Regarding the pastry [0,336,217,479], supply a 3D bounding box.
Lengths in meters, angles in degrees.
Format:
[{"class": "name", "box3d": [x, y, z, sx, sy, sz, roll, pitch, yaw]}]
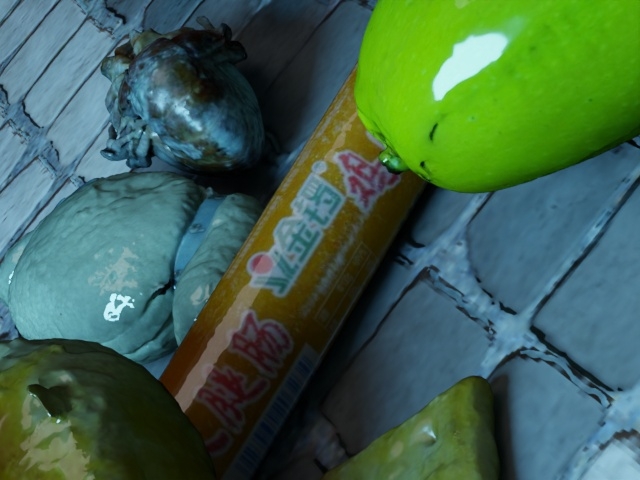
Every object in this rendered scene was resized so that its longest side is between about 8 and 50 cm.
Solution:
[{"class": "pastry", "box3d": [-0.107, 0.130, 0.692, 0.182, 0.093, 0.192, -33, 57, 27]}]

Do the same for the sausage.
[{"class": "sausage", "box3d": [0.000, 0.000, 0.791, 0.348, 0.053, 0.053, -59, 26, -14]}]

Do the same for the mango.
[{"class": "mango", "box3d": [0.109, -0.104, 0.681, 0.233, 0.111, 0.125, -44, 33, 21]}]

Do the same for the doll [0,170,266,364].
[{"class": "doll", "box3d": [-0.090, 0.012, 0.901, 0.214, 0.071, 0.103, 3, 60, 55]}]

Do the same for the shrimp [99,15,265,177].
[{"class": "shrimp", "box3d": [-0.079, -0.076, 0.998, 0.090, 0.079, 0.233, -47, 21, -1]}]

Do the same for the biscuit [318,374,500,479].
[{"class": "biscuit", "box3d": [0.028, 0.093, 0.667, 0.083, 0.018, 0.081, -37, 29, 28]}]
